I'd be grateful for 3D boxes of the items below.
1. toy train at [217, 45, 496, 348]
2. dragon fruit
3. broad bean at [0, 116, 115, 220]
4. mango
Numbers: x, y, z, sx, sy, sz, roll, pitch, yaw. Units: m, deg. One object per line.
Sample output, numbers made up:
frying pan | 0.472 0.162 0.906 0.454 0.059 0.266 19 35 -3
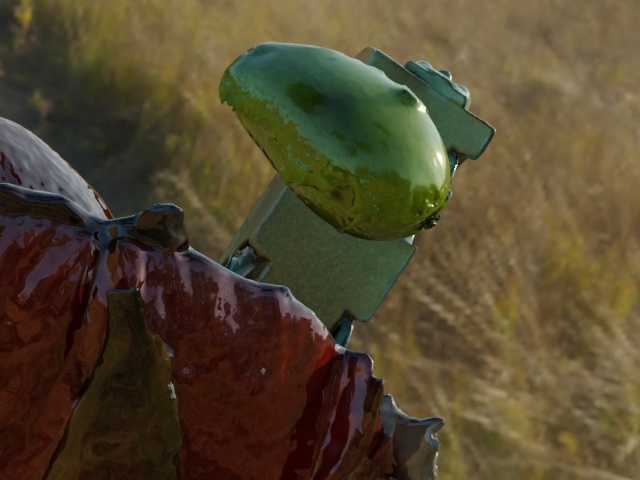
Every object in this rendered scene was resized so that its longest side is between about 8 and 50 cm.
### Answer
toy train | 0.000 0.000 1.257 0.129 0.326 0.159 33 6 -6
dragon fruit | -0.127 0.102 0.588 0.343 0.282 0.100 1 42 -4
broad bean | -0.152 0.000 0.733 0.165 0.084 0.114 43 44 -27
mango | 0.011 -0.070 1.040 0.178 0.100 0.119 40 0 27
